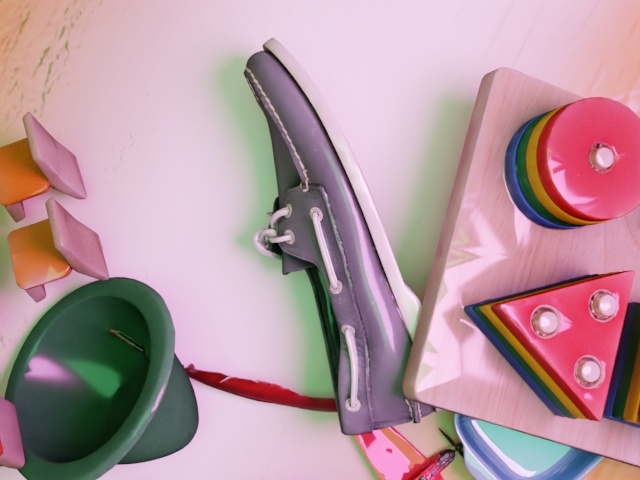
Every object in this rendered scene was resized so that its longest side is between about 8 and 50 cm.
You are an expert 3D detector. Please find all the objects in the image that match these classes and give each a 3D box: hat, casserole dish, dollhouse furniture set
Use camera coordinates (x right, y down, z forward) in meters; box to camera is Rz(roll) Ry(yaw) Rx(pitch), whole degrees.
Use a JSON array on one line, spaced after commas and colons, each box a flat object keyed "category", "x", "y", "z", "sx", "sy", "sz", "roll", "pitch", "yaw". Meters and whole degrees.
[{"category": "hat", "x": -0.123, "y": 0.144, "z": 0.862, "sx": 0.208, "sy": 0.183, "sz": 0.173, "roll": 15, "pitch": 74, "yaw": 43}, {"category": "casserole dish", "x": 0.191, "y": 0.125, "z": 0.854, "sx": 0.188, "sy": 0.037, "sz": 0.114, "roll": -43, "pitch": 88, "yaw": -2}, {"category": "dollhouse furniture set", "x": -0.300, "y": 0.049, "z": 0.778, "sx": 0.262, "sy": 0.135, "sz": 0.259, "roll": -20, "pitch": 70, "yaw": 2}]

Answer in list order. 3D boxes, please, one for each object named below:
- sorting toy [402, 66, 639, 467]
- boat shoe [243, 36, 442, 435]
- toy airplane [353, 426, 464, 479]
[{"category": "sorting toy", "x": 0.220, "y": 0.026, "z": 0.779, "sx": 0.255, "sy": 0.089, "sz": 0.257, "roll": 18, "pitch": 80, "yaw": -15}, {"category": "boat shoe", "x": 0.000, "y": 0.000, "z": 0.820, "sx": 0.099, "sy": 0.116, "sz": 0.319, "roll": -25, "pitch": 90, "yaw": -1}, {"category": "toy airplane", "x": 0.057, "y": 0.211, "z": 0.856, "sx": 0.151, "sy": 0.028, "sz": 0.151, "roll": 0, "pitch": 88, "yaw": 1}]
